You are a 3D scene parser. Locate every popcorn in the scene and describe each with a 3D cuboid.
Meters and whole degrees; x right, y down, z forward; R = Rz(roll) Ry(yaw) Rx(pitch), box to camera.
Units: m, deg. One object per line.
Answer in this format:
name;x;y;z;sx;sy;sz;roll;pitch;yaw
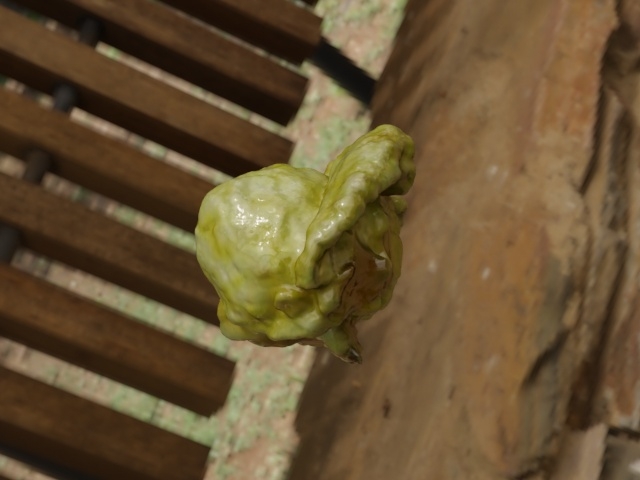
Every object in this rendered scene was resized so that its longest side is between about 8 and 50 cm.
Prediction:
popcorn;-0.002;0.000;0.400;0.083;0.068;0.059;-45;31;33
